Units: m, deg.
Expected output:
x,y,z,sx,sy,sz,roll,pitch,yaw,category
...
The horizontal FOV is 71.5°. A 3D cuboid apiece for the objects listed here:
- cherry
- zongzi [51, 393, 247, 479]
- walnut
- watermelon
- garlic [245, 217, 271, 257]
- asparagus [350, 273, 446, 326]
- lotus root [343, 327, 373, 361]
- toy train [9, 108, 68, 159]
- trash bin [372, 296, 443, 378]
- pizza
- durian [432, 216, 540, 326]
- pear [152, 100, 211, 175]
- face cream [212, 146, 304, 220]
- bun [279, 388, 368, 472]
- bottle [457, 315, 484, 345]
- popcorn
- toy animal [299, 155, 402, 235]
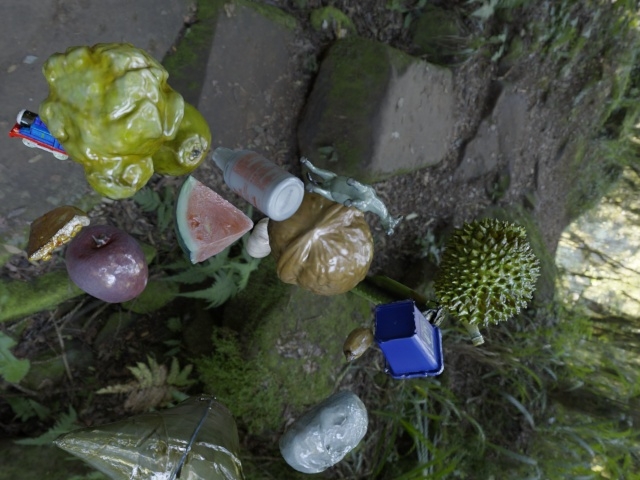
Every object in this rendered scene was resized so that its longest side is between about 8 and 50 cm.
x,y,z,sx,sy,sz,roll,pitch,yaw,category
-0.681,0.083,1.439,0.221,0.261,0.308,-45,150,-23,cherry
-0.352,0.419,0.981,0.392,0.356,0.174,37,89,-19,zongzi
0.000,0.000,1.196,0.332,0.332,0.333,-38,135,-51,walnut
-0.433,-0.079,1.656,0.250,0.292,0.283,51,22,-59,watermelon
-0.218,0.012,2.033,0.199,0.225,0.199,-61,-171,16,garlic
0.264,0.206,1.621,0.108,0.381,0.129,15,99,-58,asparagus
0.104,0.272,1.202,0.152,0.063,0.072,-32,150,-57,lotus root
-0.813,-0.326,1.352,0.203,0.131,0.083,22,45,-24,toy train
0.234,0.281,1.262,0.235,0.183,0.163,54,31,-44,trash bin
-0.529,-0.013,0.882,0.041,0.178,0.131,51,32,-45,pizza
0.350,0.077,0.947,0.177,0.199,0.237,-93,-163,-50,durian
-0.513,-0.352,1.518,0.269,0.321,0.269,-31,146,-25,pear
-0.154,-0.142,0.966,0.101,0.251,0.101,-35,144,-31,face cream
0.018,0.686,1.571,0.354,0.194,0.355,-32,157,-15,bun
0.508,0.241,1.578,0.083,0.083,0.270,35,32,-62,bottle
-0.506,-0.300,1.067,0.293,0.293,0.334,8,135,-35,popcorn
0.063,-0.093,0.931,0.074,0.216,0.176,-61,152,2,toy animal
